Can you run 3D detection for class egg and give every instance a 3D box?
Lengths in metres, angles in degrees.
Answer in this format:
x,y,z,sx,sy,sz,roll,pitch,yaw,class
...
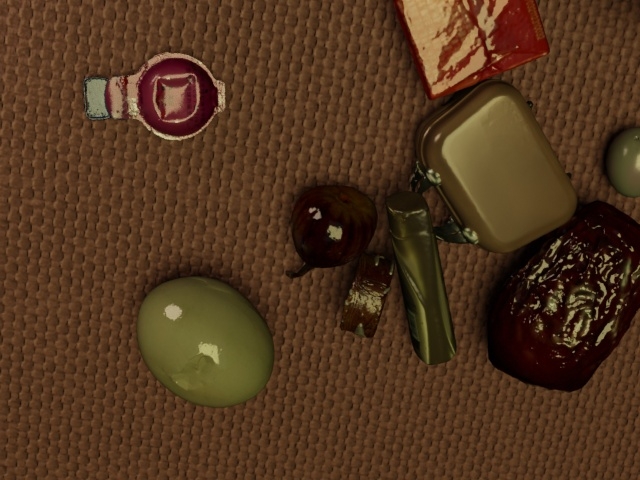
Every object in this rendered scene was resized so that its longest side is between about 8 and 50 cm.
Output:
x,y,z,sx,sy,sz,roll,pitch,yaw,class
0.593,-0.148,1.671,0.103,0.103,0.135,1,107,-8,egg
-0.206,0.184,1.600,0.269,0.219,0.219,33,99,-15,egg

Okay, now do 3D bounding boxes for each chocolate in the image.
x,y,z,sx,sy,sz,roll,pitch,yaw,class
0.252,-0.398,1.553,0.234,0.108,0.238,-23,106,0,chocolate

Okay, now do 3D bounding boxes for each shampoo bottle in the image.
x,y,z,sx,sy,sz,roll,pitch,yaw,class
0.185,0.069,1.629,0.084,0.126,0.350,-16,123,-1,shampoo bottle

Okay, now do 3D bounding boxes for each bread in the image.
x,y,z,sx,sy,sz,roll,pitch,yaw,class
0.088,0.100,1.645,0.073,0.160,0.161,14,104,5,bread

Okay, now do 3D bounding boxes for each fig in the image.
x,y,z,sx,sy,sz,roll,pitch,yaw,class
0.011,-0.010,1.606,0.148,0.149,0.202,27,87,27,fig

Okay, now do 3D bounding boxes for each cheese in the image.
x,y,z,sx,sy,sz,roll,pitch,yaw,class
-0.288,-0.250,1.546,0.244,0.062,0.155,-3,105,-6,cheese

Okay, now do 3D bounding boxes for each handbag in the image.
x,y,z,sx,sy,sz,roll,pitch,yaw,class
0.291,-0.115,1.620,0.283,0.149,0.302,-35,109,1,handbag

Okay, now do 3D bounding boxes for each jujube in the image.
x,y,z,sx,sy,sz,roll,pitch,yaw,class
0.475,0.116,1.667,0.258,0.258,0.377,32,106,-15,jujube
